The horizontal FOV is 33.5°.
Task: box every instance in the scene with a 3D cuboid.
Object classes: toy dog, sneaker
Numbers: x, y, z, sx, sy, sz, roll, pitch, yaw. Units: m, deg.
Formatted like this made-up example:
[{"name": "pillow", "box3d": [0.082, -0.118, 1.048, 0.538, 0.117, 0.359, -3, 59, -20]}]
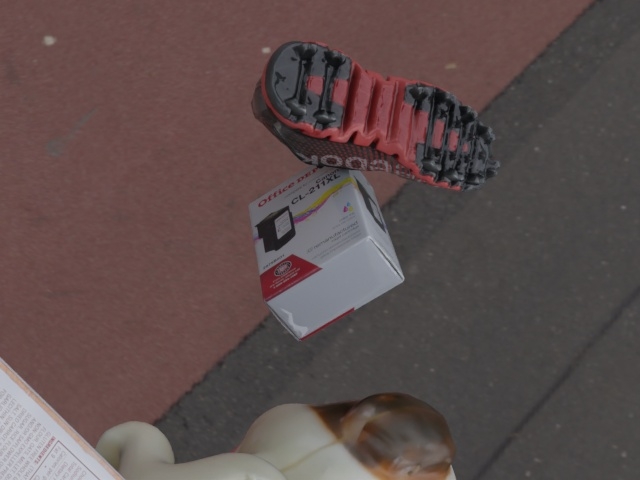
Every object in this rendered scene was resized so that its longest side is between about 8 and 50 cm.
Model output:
[{"name": "toy dog", "box3d": [-0.037, 0.280, 0.832, 0.408, 0.395, 0.285, -47, 141, -45]}, {"name": "sneaker", "box3d": [0.050, -0.116, 1.083, 0.276, 0.135, 0.098, 18, 76, -23]}]

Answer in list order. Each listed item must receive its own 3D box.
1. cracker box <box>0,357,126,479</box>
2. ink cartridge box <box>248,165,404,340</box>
[{"name": "cracker box", "box3d": [-0.153, 0.096, 0.435, 0.067, 0.155, 0.232, -55, 128, -29]}, {"name": "ink cartridge box", "box3d": [0.000, 0.000, 1.104, 0.127, 0.175, 0.072, -32, 124, 12]}]
